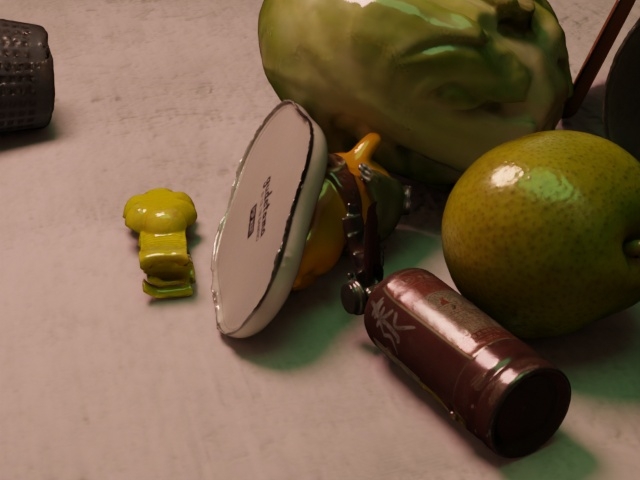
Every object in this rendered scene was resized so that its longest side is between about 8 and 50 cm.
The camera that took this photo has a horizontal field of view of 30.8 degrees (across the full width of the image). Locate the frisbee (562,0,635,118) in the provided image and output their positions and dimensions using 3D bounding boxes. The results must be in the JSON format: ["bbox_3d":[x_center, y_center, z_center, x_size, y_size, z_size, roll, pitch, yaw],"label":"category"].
[{"bbox_3d":[0.323,-0.244,1.268,0.021,0.251,0.251,27,36,8],"label":"frisbee"}]

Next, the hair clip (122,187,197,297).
[{"bbox_3d":[-0.150,-0.007,1.085,0.072,0.046,0.173,-3,27,-6],"label":"hair clip"}]

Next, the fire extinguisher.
[{"bbox_3d":[0.089,0.053,0.889,0.075,0.106,0.252,10,19,-36],"label":"fire extinguisher"}]

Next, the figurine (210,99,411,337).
[{"bbox_3d":[0.000,0.000,1.029,0.141,0.166,0.250,27,52,-22],"label":"figurine"}]

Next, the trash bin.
[{"bbox_3d":[-0.391,-0.190,1.333,0.161,0.175,0.175,-4,28,-22],"label":"trash bin"}]

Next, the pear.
[{"bbox_3d":[0.198,-0.001,0.907,0.180,0.166,0.216,-4,11,-37],"label":"pear"}]

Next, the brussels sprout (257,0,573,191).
[{"bbox_3d":[0.091,-0.178,1.160,0.328,0.247,0.328,13,32,-8],"label":"brussels sprout"}]

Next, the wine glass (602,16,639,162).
[{"bbox_3d":[0.427,-0.190,1.168,0.267,0.267,0.406,5,25,14],"label":"wine glass"}]
